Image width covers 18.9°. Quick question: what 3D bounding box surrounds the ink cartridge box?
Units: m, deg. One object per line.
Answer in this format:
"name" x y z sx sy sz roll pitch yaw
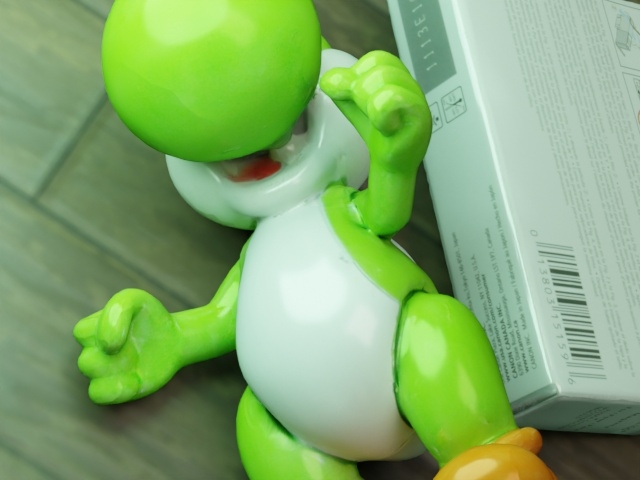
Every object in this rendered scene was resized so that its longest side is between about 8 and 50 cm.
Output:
"ink cartridge box" 0.166 -0.023 1.123 0.239 0.060 0.275 9 61 -42

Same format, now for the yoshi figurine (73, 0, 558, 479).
"yoshi figurine" -0.019 0.000 0.952 0.204 0.203 0.362 -13 69 -22
